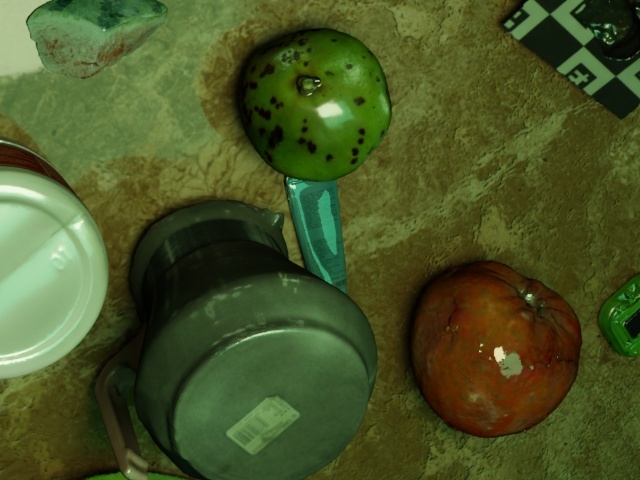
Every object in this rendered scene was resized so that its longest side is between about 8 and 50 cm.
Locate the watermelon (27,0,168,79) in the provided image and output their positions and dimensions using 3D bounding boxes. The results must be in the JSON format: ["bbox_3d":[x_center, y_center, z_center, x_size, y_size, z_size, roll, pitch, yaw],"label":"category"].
[{"bbox_3d":[-0.278,-0.270,1.360,0.180,0.081,0.094,-23,140,-10],"label":"watermelon"}]

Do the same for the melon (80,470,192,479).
[{"bbox_3d":[-0.289,0.472,1.486,0.344,0.226,0.331,36,82,-29],"label":"melon"}]

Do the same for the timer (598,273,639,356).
[{"bbox_3d":[0.564,0.134,1.869,0.140,0.047,0.128,-40,117,-8],"label":"timer"}]

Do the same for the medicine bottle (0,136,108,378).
[{"bbox_3d":[-0.403,0.014,1.285,0.253,0.241,0.252,-7,109,-21],"label":"medicine bottle"}]

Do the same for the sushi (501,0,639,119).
[{"bbox_3d":[0.495,-0.400,1.594,0.296,0.100,0.373,30,122,-30],"label":"sushi"}]

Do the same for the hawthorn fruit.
[{"bbox_3d":[0.259,0.196,1.645,0.276,0.276,0.307,8,117,-26],"label":"hawthorn fruit"}]

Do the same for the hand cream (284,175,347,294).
[{"bbox_3d":[0.000,0.000,1.580,0.083,0.048,0.224,-15,106,-20],"label":"hand cream"}]

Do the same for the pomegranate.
[{"bbox_3d":[-0.002,-0.176,1.448,0.211,0.211,0.263,-48,163,-3],"label":"pomegranate"}]

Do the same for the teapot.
[{"bbox_3d":[-0.135,0.143,1.384,0.376,0.361,0.305,-42,123,6],"label":"teapot"}]
